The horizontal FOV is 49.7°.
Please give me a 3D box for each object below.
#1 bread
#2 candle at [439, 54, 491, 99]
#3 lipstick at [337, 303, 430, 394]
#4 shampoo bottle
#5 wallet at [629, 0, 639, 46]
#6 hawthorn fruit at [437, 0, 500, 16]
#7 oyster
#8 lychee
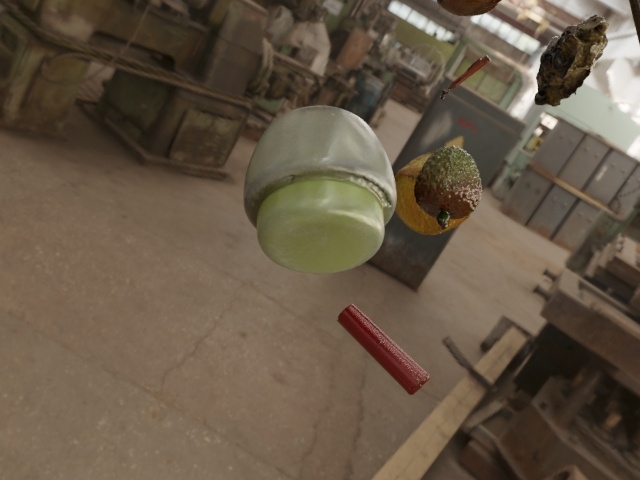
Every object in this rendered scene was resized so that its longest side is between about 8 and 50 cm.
[{"bbox_3d":[0.331,-0.133,2.063,0.268,0.268,0.146,38,52,23],"label":"bread"},{"bbox_3d":[0.387,-0.443,1.876,0.026,0.167,0.021,44,28,-16],"label":"candle"},{"bbox_3d":[0.159,0.278,1.778,0.280,0.073,0.073,43,20,25],"label":"lipstick"},{"bbox_3d":[-0.001,-0.112,1.475,0.323,0.322,0.317,22,53,-29],"label":"shampoo bottle"},{"bbox_3d":[0.635,-0.404,1.328,0.133,0.039,0.243,-18,93,-45],"label":"wallet"},{"bbox_3d":[0.471,-0.769,2.061,0.248,0.208,0.208,19,11,21],"label":"hawthorn fruit"},{"bbox_3d":[0.728,-0.528,2.045,0.096,0.221,0.361,-4,-1,-12],"label":"oyster"},{"bbox_3d":[0.210,-0.087,1.143,0.114,0.146,0.114,8,-15,2],"label":"lychee"}]
